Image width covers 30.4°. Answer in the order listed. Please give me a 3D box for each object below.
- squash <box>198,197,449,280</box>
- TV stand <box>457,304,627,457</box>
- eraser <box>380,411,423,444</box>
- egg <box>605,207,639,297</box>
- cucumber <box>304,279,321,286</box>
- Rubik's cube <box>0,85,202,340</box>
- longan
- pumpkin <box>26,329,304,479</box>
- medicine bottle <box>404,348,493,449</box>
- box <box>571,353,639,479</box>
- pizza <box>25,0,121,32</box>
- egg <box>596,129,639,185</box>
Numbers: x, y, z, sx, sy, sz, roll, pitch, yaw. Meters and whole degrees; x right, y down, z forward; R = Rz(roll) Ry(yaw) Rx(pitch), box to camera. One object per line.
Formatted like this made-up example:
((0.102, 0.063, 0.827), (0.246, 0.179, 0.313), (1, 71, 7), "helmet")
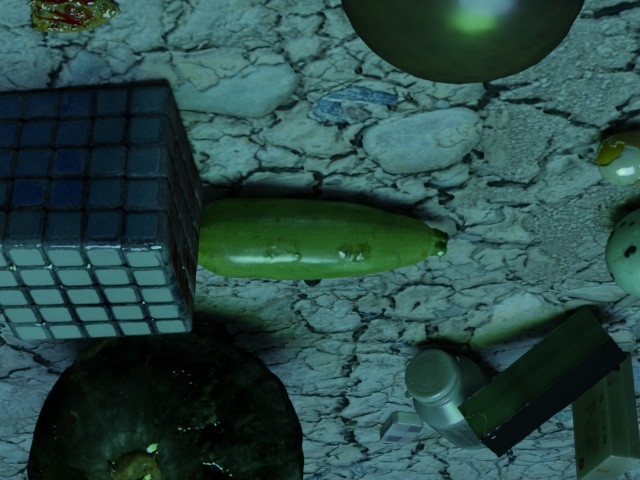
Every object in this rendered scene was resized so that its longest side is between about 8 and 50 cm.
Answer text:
((0.000, 0.000, 1.625), (0.370, 0.118, 0.118), (3, 148, -7), "squash")
((0.362, 0.233, 1.927), (0.269, 0.083, 0.088), (-40, 139, 8), "TV stand")
((0.158, 0.368, 2.304), (0.065, 0.026, 0.105), (10, 147, -12), "eraser")
((0.475, 0.008, 1.640), (0.164, 0.131, 0.131), (-40, 133, 23), "egg")
((-0.032, 0.024, 1.741), (0.032, 0.032, 0.133), (-10, 147, 16), "cucumber")
((-0.283, -0.029, 1.460), (0.237, 0.237, 0.238), (-4, 148, 3), "Rubik's cube")
((0.121, -0.275, 1.080), (0.243, 0.300, 0.300), (-39, 152, -17), "longan")
((-0.251, 0.356, 1.902), (0.454, 0.454, 0.344), (-7, 169, 10), "pumpkin")
((0.232, 0.270, 2.042), (0.135, 0.135, 0.215), (-17, 145, 25), "medicine bottle")
((0.492, 0.309, 2.047), (0.058, 0.201, 0.141), (11, 145, -10), "box")
((-0.288, -0.250, 1.300), (0.099, 0.029, 0.100), (-27, 139, 37), "pizza")
((0.395, -0.106, 1.501), (0.083, 0.071, 0.071), (-22, 142, 26), "egg")
